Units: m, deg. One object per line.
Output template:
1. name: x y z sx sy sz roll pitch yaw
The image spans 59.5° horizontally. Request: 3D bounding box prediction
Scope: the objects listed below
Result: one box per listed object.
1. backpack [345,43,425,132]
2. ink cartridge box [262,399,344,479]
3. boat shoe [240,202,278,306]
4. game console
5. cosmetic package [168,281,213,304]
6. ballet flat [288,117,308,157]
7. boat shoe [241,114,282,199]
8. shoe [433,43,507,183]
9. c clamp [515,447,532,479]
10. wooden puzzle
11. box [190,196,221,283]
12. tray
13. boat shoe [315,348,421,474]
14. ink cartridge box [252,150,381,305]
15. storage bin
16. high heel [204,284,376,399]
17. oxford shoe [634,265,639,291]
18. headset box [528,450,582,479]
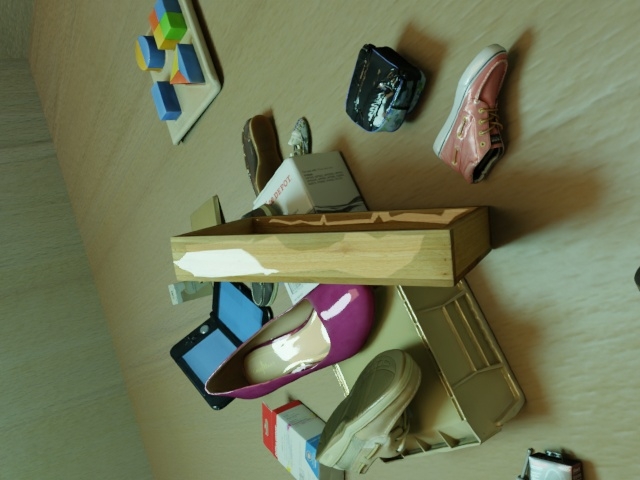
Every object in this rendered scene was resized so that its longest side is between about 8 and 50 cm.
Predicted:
1. backpack: 0.098 -0.223 0.846 0.105 0.084 0.114 49 133 34
2. ink cartridge box: -0.045 0.468 1.299 0.231 0.078 0.134 25 121 49
3. boat shoe: -0.125 0.035 1.064 0.080 0.074 0.223 43 137 43
4. game console: -0.271 0.246 1.469 0.293 0.250 0.173 31 153 46
5. cosmetic package: -0.372 0.142 1.613 0.041 0.115 0.060 -17 89 55
6. ballet flat: -0.043 -0.181 1.100 0.041 0.041 0.114 13 112 52
7. boat shoe: -0.123 -0.160 1.197 0.073 0.073 0.206 -15 82 57
8. shoe: 0.213 -0.158 0.730 0.081 0.064 0.177 52 144 29
9. c clamp: 0.336 0.396 0.784 0.161 0.022 0.137 36 129 44
10. wooden puzzle: -0.392 -0.458 1.459 0.348 0.081 0.321 -32 76 54
11. box: -0.304 0.001 1.519 0.164 0.021 0.201 -27 68 52
12. tray: 0.013 0.007 0.803 0.411 0.203 0.076 -2 100 29
13. boat shoe: 0.085 0.263 0.824 0.098 0.109 0.302 26 133 -1
14. ink cartridge box: 0.000 0.000 1.037 0.197 0.114 0.272 -44 67 53
15. storage bin: 0.146 0.198 0.896 0.262 0.123 0.260 -43 67 52
16. high heel: -0.055 0.172 0.901 0.127 0.182 0.377 61 143 21
17. oxford shoe: 0.420 0.056 0.523 0.212 0.076 0.076 1 133 52
18. headset box: 0.318 0.329 0.759 0.062 0.032 0.083 -4 84 49
